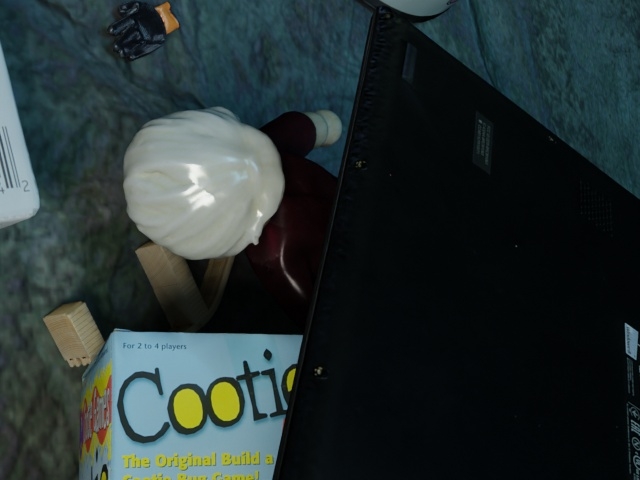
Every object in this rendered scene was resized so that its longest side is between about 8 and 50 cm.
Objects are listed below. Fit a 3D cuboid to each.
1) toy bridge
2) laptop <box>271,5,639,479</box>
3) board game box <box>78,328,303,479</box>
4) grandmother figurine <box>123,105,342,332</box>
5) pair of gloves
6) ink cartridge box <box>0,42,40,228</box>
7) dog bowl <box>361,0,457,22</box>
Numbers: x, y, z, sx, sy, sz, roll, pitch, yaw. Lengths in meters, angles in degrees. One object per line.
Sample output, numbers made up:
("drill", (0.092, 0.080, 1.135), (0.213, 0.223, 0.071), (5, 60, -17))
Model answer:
("toy bridge", (-0.094, 0.028, 0.656), (0.188, 0.026, 0.063), (-43, 115, -51))
("laptop", (0.094, 0.159, 0.588), (0.408, 0.236, 0.382), (33, 44, -22))
("board game box", (-0.047, 0.195, 0.522), (0.144, 0.142, 0.275), (3, 73, -18))
("grandmother figurine", (0.000, 0.000, 0.703), (0.342, 0.104, 0.208), (24, 37, -53))
("pair of gloves", (-0.131, -0.163, 0.685), (0.083, 0.010, 0.074), (64, 36, -20))
("ink cartridge box", (-0.277, -0.116, 0.427), (0.296, 0.066, 0.261), (-11, 87, -54))
("dog bowl", (0.093, -0.423, 0.956), (0.408, 0.150, 0.408), (22, 61, -48))
